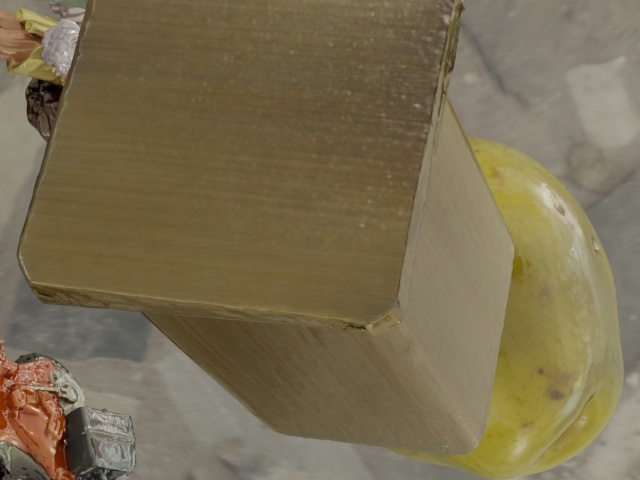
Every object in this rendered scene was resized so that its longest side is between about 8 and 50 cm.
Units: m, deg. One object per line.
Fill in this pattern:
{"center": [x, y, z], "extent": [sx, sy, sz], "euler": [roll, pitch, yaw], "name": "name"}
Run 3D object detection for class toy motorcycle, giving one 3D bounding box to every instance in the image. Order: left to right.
{"center": [-0.279, 0.175, 1.400], "extent": [0.325, 0.148, 0.221], "euler": [19, 52, -51], "name": "toy motorcycle"}

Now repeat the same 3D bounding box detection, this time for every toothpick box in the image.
{"center": [0.000, 0.000, 0.953], "extent": [0.190, 0.308, 0.187], "euler": [4, 69, 18], "name": "toothpick box"}

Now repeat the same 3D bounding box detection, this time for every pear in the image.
{"center": [0.145, 0.069, 1.910], "extent": [0.362, 0.362, 0.418], "euler": [-33, 59, -15], "name": "pear"}

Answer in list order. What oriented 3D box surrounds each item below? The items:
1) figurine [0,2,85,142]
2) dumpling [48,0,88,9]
{"center": [-0.222, -0.151, 1.551], "extent": [0.116, 0.175, 0.240], "euler": [-37, 122, 18], "name": "figurine"}
{"center": [-0.096, -0.193, 1.037], "extent": [0.219, 0.152, 0.108], "euler": [-13, 112, 4], "name": "dumpling"}
